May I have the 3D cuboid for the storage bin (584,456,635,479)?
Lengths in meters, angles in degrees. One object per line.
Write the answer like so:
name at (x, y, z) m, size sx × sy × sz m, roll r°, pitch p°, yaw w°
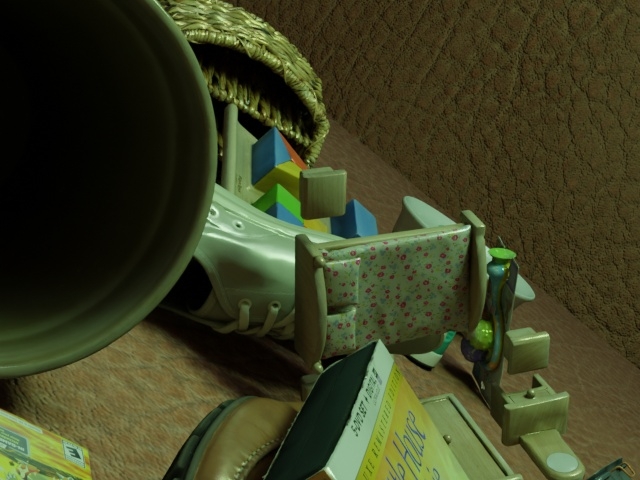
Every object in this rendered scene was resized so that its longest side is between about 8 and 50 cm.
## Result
storage bin at (0.395, 0.356, 1.731) m, size 0.091 × 0.098 × 0.135 m, roll 51°, pitch 23°, yaw 18°

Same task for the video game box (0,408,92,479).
video game box at (-0.230, 0.153, 0.788) m, size 0.205 × 0.048 × 0.187 m, roll 31°, pitch 15°, yaw -26°

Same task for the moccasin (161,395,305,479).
moccasin at (-0.027, 0.208, 0.997) m, size 0.147 × 0.139 × 0.380 m, roll 31°, pitch 0°, yaw 17°

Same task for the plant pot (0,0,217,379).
plant pot at (-0.281, -0.082, 1.030) m, size 0.323 × 0.323 × 0.280 m, roll 30°, pitch -3°, yaw -30°

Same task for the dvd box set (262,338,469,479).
dvd box set at (0.113, 0.288, 0.872) m, size 0.420 × 0.062 × 0.307 m, roll 58°, pitch 12°, yaw -3°

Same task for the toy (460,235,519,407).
toy at (0.248, 0.124, 1.961) m, size 0.056 × 0.237 × 0.137 m, roll 7°, pitch 19°, yaw -9°

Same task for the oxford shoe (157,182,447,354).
oxford shoe at (-0.058, 0.052, 1.396) m, size 0.449 × 0.169 × 0.130 m, roll 24°, pitch 53°, yaw -25°

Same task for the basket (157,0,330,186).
basket at (-0.136, -0.180, 1.789) m, size 0.299 × 0.213 × 0.223 m, roll 29°, pitch 37°, yaw -28°

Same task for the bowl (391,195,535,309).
bowl at (0.228, 0.060, 2.304) m, size 0.298 × 0.134 × 0.298 m, roll 36°, pitch 12°, yaw -9°

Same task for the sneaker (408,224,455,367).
sneaker at (0.130, 0.040, 1.977) m, size 0.124 × 0.178 × 0.295 m, roll 24°, pitch 17°, yaw -49°

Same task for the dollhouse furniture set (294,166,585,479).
dollhouse furniture set at (0.143, 0.098, 1.317) m, size 0.303 × 0.355 × 0.174 m, roll -9°, pitch 29°, yaw -16°

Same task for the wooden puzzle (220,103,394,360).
wooden puzzle at (0.000, 0.000, 1.666) m, size 0.348 × 0.080 × 0.322 m, roll 46°, pitch 20°, yaw -26°
